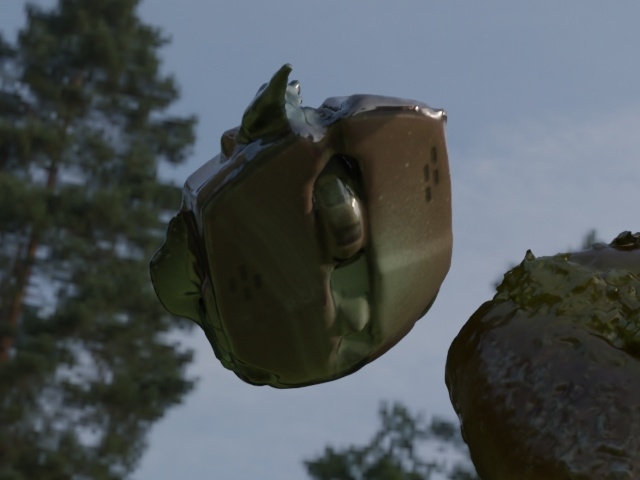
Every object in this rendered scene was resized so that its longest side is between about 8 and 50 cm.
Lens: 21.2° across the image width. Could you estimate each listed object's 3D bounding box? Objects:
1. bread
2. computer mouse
[{"bbox_3d":[0.181,0.112,0.871,0.196,0.246,0.176,-20,-39,-2],"label":"bread"},{"bbox_3d":[0.003,0.006,1.076,0.200,0.115,0.389,-26,-21,-13],"label":"computer mouse"}]
